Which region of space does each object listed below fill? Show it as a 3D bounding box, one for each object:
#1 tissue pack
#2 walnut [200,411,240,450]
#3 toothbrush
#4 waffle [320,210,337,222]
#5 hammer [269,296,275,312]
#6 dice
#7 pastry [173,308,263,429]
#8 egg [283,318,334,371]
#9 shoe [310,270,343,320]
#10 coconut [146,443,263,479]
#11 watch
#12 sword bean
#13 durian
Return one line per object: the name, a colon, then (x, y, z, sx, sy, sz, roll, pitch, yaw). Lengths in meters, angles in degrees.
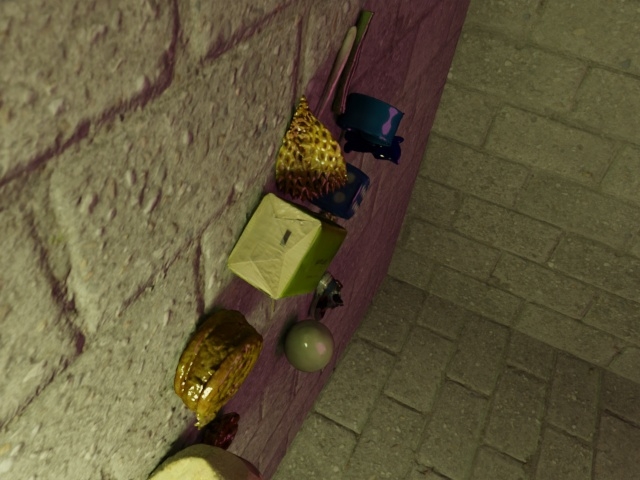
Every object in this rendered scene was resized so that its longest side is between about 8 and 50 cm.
tissue pack: (-0.069, 0.017, 1.287, 0.200, 0.167, 0.274, -60, 167, 5)
walnut: (-0.299, 0.578, 1.557, 0.170, 0.069, 0.143, -34, 144, -67)
toothbrush: (0.027, -0.382, 1.321, 0.029, 0.025, 0.307, -26, 138, -81)
waffle: (0.000, 0.000, 1.764, 0.208, 0.054, 0.214, -33, 139, -60)
hammer: (-0.144, 0.188, 1.625, 0.029, 0.014, 0.123, -49, 162, -27)
dice: (0.050, -0.148, 1.541, 0.146, 0.146, 0.143, -62, 168, 0)
pastry: (-0.237, 0.279, 1.231, 0.240, 0.132, 0.235, -46, 165, -38)
egg: (-0.041, 0.385, 1.950, 0.187, 0.186, 0.253, -61, 167, -19)
shoe: (0.039, 0.238, 2.145, 0.099, 0.125, 0.228, -48, 155, -59)
coconut: (-0.283, 0.681, 1.345, 0.297, 0.297, 0.309, -61, 161, -22)
watch: (0.150, -0.329, 1.524, 0.200, 0.196, 0.171, 5, 99, -83)
sword bean: (0.081, -0.457, 1.381, 0.043, 0.038, 0.269, -6, 122, -45)
durian: (-0.029, -0.173, 1.273, 0.186, 0.154, 0.260, -36, 151, 7)
